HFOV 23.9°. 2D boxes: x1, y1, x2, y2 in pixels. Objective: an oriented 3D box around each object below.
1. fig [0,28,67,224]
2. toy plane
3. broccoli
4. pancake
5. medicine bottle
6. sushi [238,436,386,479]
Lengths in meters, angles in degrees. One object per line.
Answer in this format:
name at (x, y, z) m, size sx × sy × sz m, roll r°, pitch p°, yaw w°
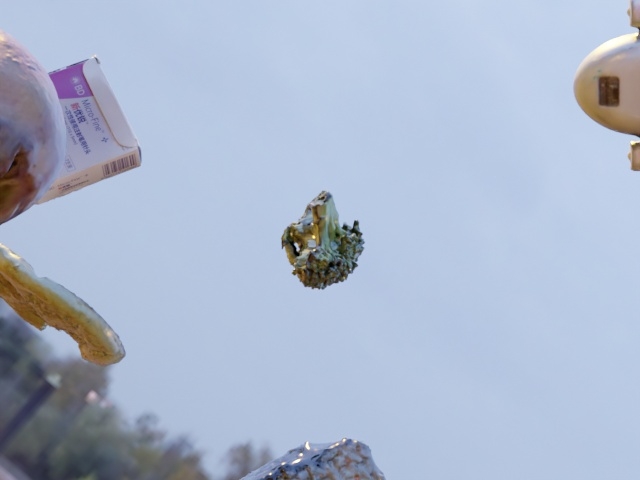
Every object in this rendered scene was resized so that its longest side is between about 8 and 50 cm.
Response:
fig at (-0.360, -0.104, 1.466) m, size 0.263 × 0.224 × 0.224 m, roll 6°, pitch -26°, yaw 23°
toy plane at (0.397, -0.167, 1.580) m, size 0.267 × 0.267 × 0.122 m, roll 42°, pitch 11°, yaw -9°
broccoli at (0.000, 0.000, 1.387) m, size 0.095 × 0.097 × 0.092 m, roll 17°, pitch -50°, yaw 44°
pancake at (-0.368, 0.086, 2.018) m, size 0.254 × 0.037 × 0.253 m, roll 32°, pitch -19°, yaw 12°
medicine bottle at (-0.368, -0.160, 2.188) m, size 0.052 × 0.171 × 0.201 m, roll 87°, pitch -22°, yaw -54°
sushi at (-0.030, 0.325, 1.837) m, size 0.136 × 0.225 × 0.126 m, roll 68°, pitch -20°, yaw 5°
